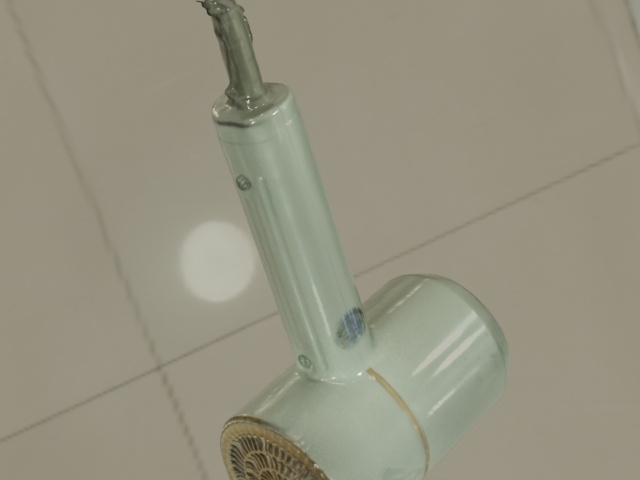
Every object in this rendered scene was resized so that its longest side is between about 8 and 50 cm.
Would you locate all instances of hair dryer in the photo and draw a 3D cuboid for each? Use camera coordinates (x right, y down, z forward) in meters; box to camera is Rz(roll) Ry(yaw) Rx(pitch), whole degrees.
[{"bbox_3d":[0.000,0.000,1.011,0.173,0.107,0.357,-41,129,-33],"label":"hair dryer"}]
